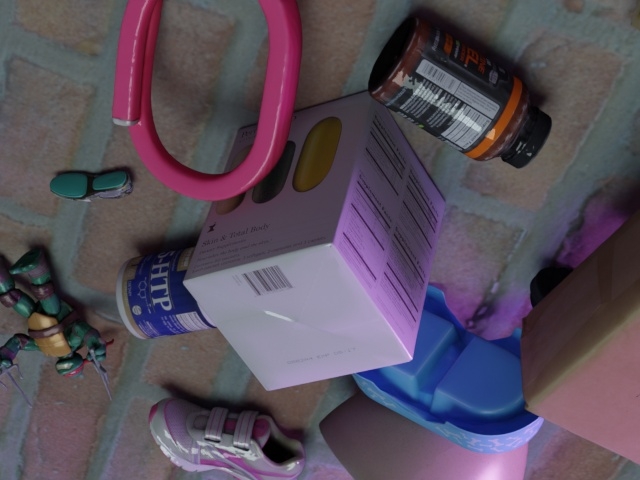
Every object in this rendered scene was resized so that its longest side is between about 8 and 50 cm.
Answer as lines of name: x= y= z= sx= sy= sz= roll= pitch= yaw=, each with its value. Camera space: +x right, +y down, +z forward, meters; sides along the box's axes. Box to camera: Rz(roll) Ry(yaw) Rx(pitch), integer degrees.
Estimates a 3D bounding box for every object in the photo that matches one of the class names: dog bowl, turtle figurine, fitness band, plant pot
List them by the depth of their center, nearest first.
fitness band: x=-0.127 y=-0.187 z=1.758 sx=0.209 sy=0.054 sz=0.291 roll=16 pitch=110 yaw=19
dog bowl: x=0.159 y=0.164 z=1.992 sx=0.297 sy=0.166 sz=0.074 roll=26 pitch=149 yaw=25
plant pot: x=0.166 y=0.274 z=2.095 sx=0.284 sy=0.284 sz=0.191 roll=41 pitch=96 yaw=-24
turtle figurine: x=-0.381 y=0.128 z=2.178 sx=0.175 sy=0.118 sz=0.234 roll=-20 pitch=112 yaw=13

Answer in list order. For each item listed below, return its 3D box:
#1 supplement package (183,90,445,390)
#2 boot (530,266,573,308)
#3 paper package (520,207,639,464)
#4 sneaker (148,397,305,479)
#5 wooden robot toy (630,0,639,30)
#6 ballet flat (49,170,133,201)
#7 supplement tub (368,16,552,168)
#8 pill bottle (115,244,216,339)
supplement package: x=0.000 y=0.000 z=1.835 sx=0.199 sy=0.263 sz=0.198 roll=-14 pitch=128 yaw=28
boot: x=0.333 y=0.155 z=2.018 sx=0.246 sy=0.094 sz=0.207 roll=22 pitch=132 yaw=-16
paper package: x=0.440 y=0.111 z=1.770 sx=0.309 sy=0.168 sz=0.325 roll=26 pitch=133 yaw=-15
sneaker: x=-0.126 y=0.285 z=2.285 sx=0.252 sy=0.103 sz=0.111 roll=25 pitch=132 yaw=-19
wooden robot toy: x=0.393 y=-0.273 z=1.612 sx=0.079 sy=0.076 sz=0.173 roll=-4 pitch=147 yaw=-33
ballet flat: x=-0.290 y=-0.065 z=2.015 sx=0.114 sy=0.041 sz=0.041 roll=-3 pitch=133 yaw=20
supplement tub: x=0.158 y=-0.157 z=1.748 sx=0.198 sy=0.106 sz=0.106 roll=30 pitch=134 yaw=-15
pill bottle: x=-0.161 y=0.062 z=2.052 sx=0.186 sy=0.112 sz=0.112 roll=-11 pitch=130 yaw=24
